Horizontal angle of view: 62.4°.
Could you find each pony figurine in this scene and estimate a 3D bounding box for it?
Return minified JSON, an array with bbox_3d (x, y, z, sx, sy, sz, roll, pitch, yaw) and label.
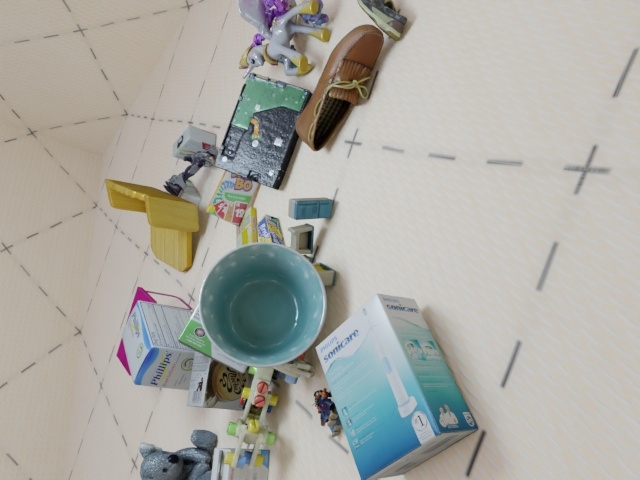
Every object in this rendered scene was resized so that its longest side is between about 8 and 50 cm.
[{"bbox_3d":[-0.140,-0.731,1.826,0.363,0.303,0.351,16,97,40],"label":"pony figurine"}]

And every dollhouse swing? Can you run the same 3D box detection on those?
[{"bbox_3d":[-0.700,-0.052,2.148,0.347,0.315,0.305,21,99,40],"label":"dollhouse swing"}]

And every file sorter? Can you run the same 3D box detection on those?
[{"bbox_3d":[-0.645,0.361,2.071,0.202,0.182,0.291,20,93,54],"label":"file sorter"}]

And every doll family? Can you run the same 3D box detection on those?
[{"bbox_3d":[0.026,0.368,1.246,0.111,0.076,0.193,45,115,47],"label":"doll family"}]

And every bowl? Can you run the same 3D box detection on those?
[{"bbox_3d":[-0.146,0.173,1.359,0.163,0.311,0.312,107,168,-72],"label":"bowl"}]

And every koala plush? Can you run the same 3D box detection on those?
[{"bbox_3d":[-0.453,0.705,1.620,0.203,0.221,0.196,-48,42,31],"label":"koala plush"}]

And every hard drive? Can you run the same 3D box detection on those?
[{"bbox_3d":[-0.188,-0.364,1.754,0.237,0.064,0.339,21,93,15],"label":"hard drive"}]

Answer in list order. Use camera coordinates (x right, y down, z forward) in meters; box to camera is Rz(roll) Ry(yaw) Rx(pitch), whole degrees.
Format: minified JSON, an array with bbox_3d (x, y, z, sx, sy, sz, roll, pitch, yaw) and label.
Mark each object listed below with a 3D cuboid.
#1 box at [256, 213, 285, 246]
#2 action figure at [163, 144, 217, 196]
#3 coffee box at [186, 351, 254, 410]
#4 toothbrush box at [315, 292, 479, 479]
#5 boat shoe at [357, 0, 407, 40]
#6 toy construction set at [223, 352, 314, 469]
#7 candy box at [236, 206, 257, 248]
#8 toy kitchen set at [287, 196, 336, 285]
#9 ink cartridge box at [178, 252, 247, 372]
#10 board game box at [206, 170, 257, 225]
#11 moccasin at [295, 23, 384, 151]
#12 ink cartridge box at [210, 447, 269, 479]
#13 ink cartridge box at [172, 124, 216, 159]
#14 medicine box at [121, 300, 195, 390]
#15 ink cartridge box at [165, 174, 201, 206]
[{"bbox_3d":[-0.154,0.000,1.669,0.059,0.054,0.169,-47,42,32],"label":"box"},{"bbox_3d":[-0.533,-0.308,2.224,0.285,0.099,0.185,-50,28,-20],"label":"action figure"},{"bbox_3d":[-0.282,0.352,1.590,0.119,0.168,0.297,-19,60,50],"label":"coffee box"},{"bbox_3d":[0.138,0.288,1.059,0.216,0.126,0.295,-48,49,31],"label":"toothbrush box"},{"bbox_3d":[0.178,-0.641,1.483,0.073,0.080,0.223,-47,47,24],"label":"boat shoe"},{"bbox_3d":[-0.149,0.417,1.387,0.328,0.151,0.215,-59,4,-2],"label":"toy construction set"},{"bbox_3d":[-0.257,-0.007,1.836,0.105,0.027,0.206,-39,46,42],"label":"candy box"},{"bbox_3d":[0.000,0.000,1.437,0.166,0.122,0.207,26,117,55],"label":"toy kitchen set"},{"bbox_3d":[-0.241,0.204,1.488,0.278,0.201,0.117,-63,3,-19],"label":"ink cartridge box"},{"bbox_3d":[-0.290,-0.193,1.853,0.039,0.124,0.259,16,81,60],"label":"board game box"},{"bbox_3d":[0.058,-0.424,1.495,0.380,0.139,0.147,-51,46,23],"label":"moccasin"},{"bbox_3d":[-0.223,0.606,1.417,0.090,0.143,0.092,-21,59,48],"label":"ink cartridge box"},{"bbox_3d":[-0.561,-0.421,2.347,0.175,0.127,0.072,-30,55,45],"label":"ink cartridge box"},{"bbox_3d":[-0.474,0.351,1.746,0.149,0.289,0.263,-63,36,13],"label":"medicine box"},{"bbox_3d":[-0.626,-0.178,2.359,0.154,0.093,0.212,-61,39,15],"label":"ink cartridge box"}]
